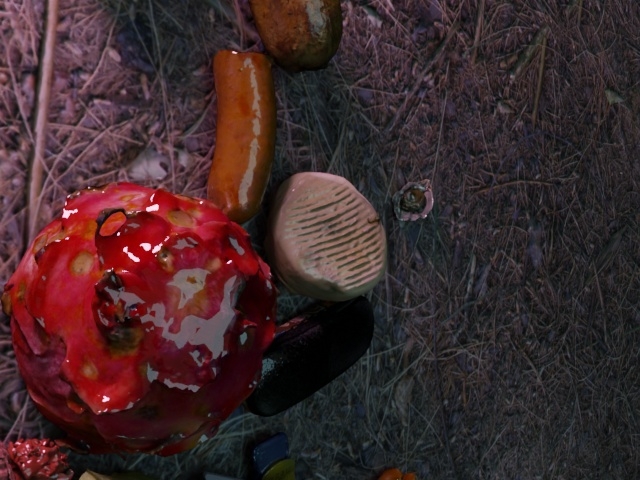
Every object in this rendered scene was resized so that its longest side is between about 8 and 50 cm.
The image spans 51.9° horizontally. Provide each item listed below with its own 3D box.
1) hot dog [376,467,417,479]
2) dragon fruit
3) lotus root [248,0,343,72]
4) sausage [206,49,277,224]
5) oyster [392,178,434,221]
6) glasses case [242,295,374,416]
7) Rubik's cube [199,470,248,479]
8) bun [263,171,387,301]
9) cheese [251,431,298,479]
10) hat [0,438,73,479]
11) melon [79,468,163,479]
[{"bbox_3d":[0.104,0.551,1.277,0.269,0.072,0.109,-47,123,-29],"label":"hot dog"},{"bbox_3d":[-0.205,0.110,0.874,0.371,0.249,0.386,31,68,-34],"label":"dragon fruit"},{"bbox_3d":[-0.045,-0.401,1.057,0.128,0.145,0.260,-74,152,-70],"label":"lotus root"},{"bbox_3d":[-0.123,-0.158,1.025,0.109,0.109,0.271,7,86,-42],"label":"sausage"},{"bbox_3d":[0.188,-0.083,1.364,0.100,0.037,0.098,0,72,-23],"label":"oyster"},{"bbox_3d":[-0.016,0.190,1.138,0.321,0.082,0.122,-25,118,-45],"label":"glasses case"},{"bbox_3d":[-0.062,0.500,0.994,0.228,0.228,0.233,41,56,-55],"label":"Rubik's cube"},{"bbox_3d":[0.000,0.000,1.130,0.210,0.116,0.237,-35,91,-29],"label":"bun"},{"bbox_3d":[-0.068,0.449,1.117,0.156,0.064,0.250,-15,102,-41],"label":"cheese"},{"bbox_3d":[-0.427,0.312,0.753,0.286,0.107,0.237,-11,115,-37],"label":"hat"},{"bbox_3d":[-0.308,0.461,0.830,0.226,0.331,0.344,28,78,-3],"label":"melon"}]
